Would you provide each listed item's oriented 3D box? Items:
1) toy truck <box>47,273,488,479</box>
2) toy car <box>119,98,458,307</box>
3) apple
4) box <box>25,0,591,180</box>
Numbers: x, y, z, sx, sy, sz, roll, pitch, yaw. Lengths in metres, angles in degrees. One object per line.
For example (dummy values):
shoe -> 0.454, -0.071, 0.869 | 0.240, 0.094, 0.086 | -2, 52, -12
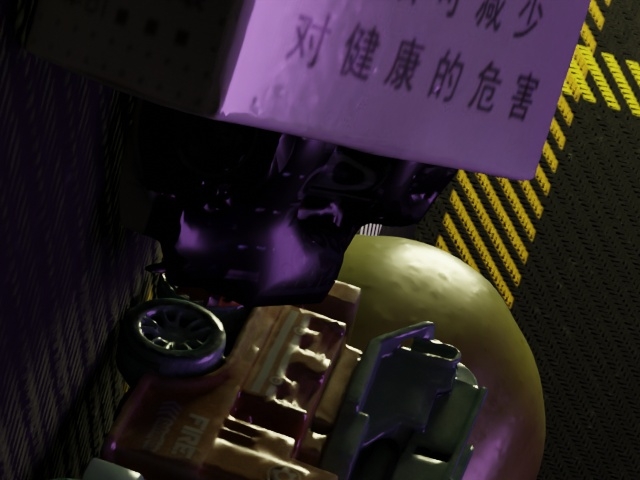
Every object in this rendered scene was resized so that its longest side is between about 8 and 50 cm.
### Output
toy truck -> -0.037, 0.145, 0.945 | 0.338, 0.184, 0.133 | -65, 170, -55
toy car -> 0.002, -0.110, 0.873 | 0.193, 0.118, 0.301 | -1, 114, -63
apple -> 0.025, 0.137, 1.359 | 0.279, 0.279, 0.279 | 18, 90, -85
box -> 0.041, -0.196, 0.686 | 0.210, 0.095, 0.330 | 7, 104, -56
